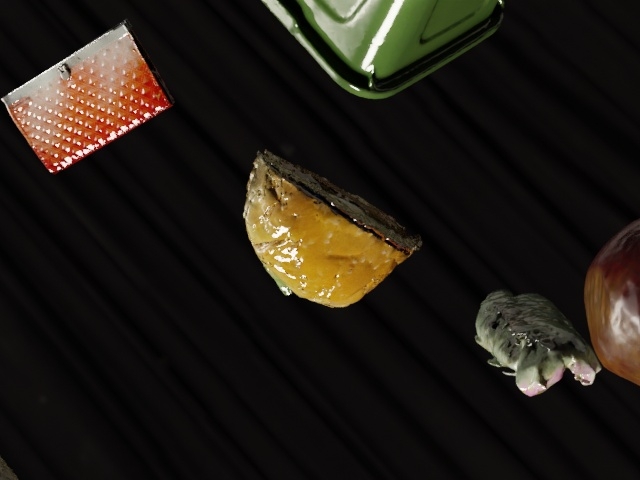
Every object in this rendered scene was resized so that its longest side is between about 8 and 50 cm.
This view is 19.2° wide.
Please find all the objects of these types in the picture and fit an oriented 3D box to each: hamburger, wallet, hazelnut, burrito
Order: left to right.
[{"bbox_3d":[-0.250,-0.150,2.028,0.196,0.103,0.020,-26,-169,34],"label":"wallet"},{"bbox_3d":[0.000,0.007,1.550,0.176,0.087,0.102,26,96,-40],"label":"hamburger"},{"bbox_3d":[0.215,0.097,1.967,0.096,0.066,0.309,-9,-170,-3],"label":"burrito"},{"bbox_3d":[0.328,0.060,1.730,0.160,0.170,0.201,3,178,-18],"label":"hazelnut"}]

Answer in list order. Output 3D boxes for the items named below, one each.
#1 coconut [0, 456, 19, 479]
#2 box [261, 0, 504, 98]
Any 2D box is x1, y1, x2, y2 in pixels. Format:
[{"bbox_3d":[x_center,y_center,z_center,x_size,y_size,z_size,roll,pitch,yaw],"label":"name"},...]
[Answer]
[{"bbox_3d":[-0.254,0.225,1.057,0.245,0.245,0.247,-29,136,-30],"label":"coconut"},{"bbox_3d":[0.049,-0.337,1.956,0.252,0.329,0.178,-34,168,-38],"label":"box"}]
